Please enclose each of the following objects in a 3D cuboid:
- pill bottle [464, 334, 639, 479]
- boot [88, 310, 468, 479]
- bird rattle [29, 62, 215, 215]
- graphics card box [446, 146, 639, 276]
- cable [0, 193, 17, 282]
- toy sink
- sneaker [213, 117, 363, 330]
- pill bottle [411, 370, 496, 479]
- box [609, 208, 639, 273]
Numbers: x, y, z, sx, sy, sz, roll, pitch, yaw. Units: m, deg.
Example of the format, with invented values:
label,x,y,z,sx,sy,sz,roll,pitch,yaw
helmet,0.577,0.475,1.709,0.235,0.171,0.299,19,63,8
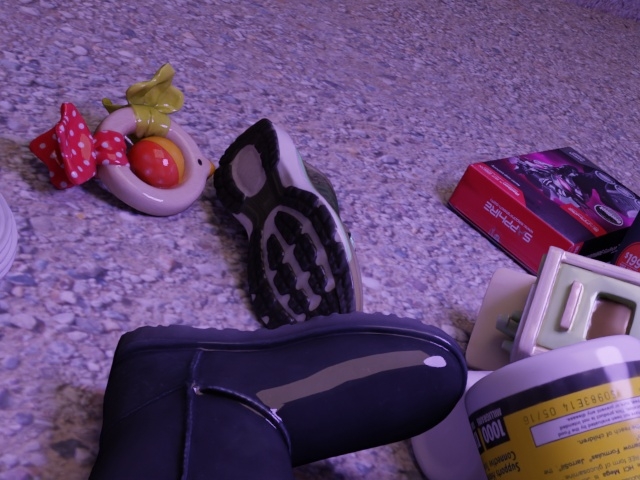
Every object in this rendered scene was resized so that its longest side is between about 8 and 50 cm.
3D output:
label,x,y,z,sx,sy,sz,roll,pitch,yaw
pill bottle,0.270,0.273,0.982,0.188,0.188,0.333,0,65,-39
boot,-0.028,0.242,0.876,0.367,0.146,0.445,-4,28,-1
bird rattle,-0.244,-0.123,1.398,0.207,0.143,0.253,43,32,-3
graphics card box,0.419,-0.054,1.835,0.233,0.094,0.371,42,32,28
cable,-0.445,-0.011,1.085,0.257,0.089,0.257,32,28,13
toy sink,0.316,0.109,1.331,0.234,0.131,0.152,18,68,13
sneaker,0.000,0.000,1.384,0.182,0.158,0.410,27,28,-37
pill bottle,0.228,0.215,1.197,0.229,0.131,0.131,6,34,-32
box,0.578,0.049,1.421,0.179,0.312,0.343,30,0,-23
